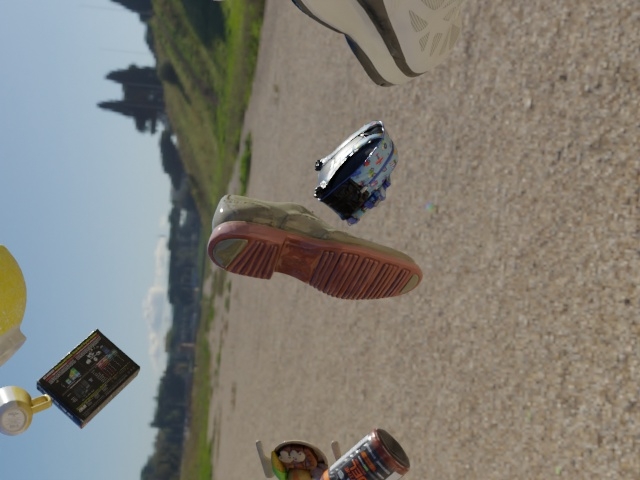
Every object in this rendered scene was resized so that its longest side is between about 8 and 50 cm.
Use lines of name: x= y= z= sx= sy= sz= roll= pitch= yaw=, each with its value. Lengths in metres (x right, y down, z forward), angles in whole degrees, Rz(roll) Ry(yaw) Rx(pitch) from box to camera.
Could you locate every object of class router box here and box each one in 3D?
router box: x=-0.345 y=0.205 z=1.209 sx=0.122 sy=0.092 sz=0.038 roll=-45 pitch=-8 yaw=-35

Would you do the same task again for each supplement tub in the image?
supplement tub: x=0.073 y=0.466 z=1.584 sx=0.198 sy=0.106 sz=0.106 roll=-44 pitch=19 yaw=10

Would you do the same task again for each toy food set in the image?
toy food set: x=-0.044 y=0.481 z=1.737 sx=0.038 sy=0.192 sz=0.132 roll=-71 pitch=-28 yaw=-55

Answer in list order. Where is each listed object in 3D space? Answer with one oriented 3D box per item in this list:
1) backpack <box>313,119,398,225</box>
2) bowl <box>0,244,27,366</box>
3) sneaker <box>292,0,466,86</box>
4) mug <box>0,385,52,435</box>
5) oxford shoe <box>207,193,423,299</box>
backpack: x=0.081 y=-0.136 z=1.541 sx=0.173 sy=0.117 sz=0.158 roll=-43 pitch=21 yaw=21
bowl: x=-0.622 y=0.160 z=1.445 sx=0.289 sy=0.156 sz=0.289 roll=-44 pitch=3 yaw=3
sneaker: x=0.146 y=-0.265 z=0.779 sx=0.447 sy=0.258 sz=0.169 roll=-8 pitch=-92 yaw=-70
mug: x=-0.408 y=0.226 z=1.086 sx=0.078 sy=0.062 sz=0.064 roll=-49 pitch=21 yaw=-16
oxford shoe: x=0.000 y=0.000 z=1.457 sx=0.140 sy=0.397 sz=0.146 roll=123 pitch=155 yaw=-43
